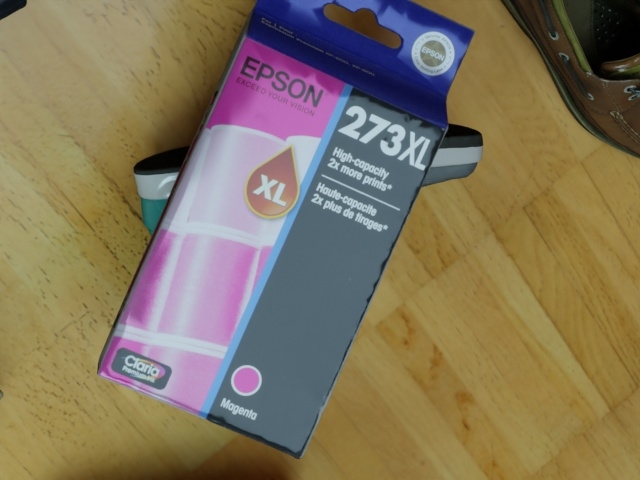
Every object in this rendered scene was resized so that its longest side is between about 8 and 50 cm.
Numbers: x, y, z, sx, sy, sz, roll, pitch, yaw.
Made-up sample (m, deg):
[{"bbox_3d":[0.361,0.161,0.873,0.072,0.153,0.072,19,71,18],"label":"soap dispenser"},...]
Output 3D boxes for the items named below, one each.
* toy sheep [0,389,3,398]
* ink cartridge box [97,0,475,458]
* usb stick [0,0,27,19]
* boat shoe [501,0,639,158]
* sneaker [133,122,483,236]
[{"bbox_3d":[-0.314,0.136,1.154,0.091,0.091,0.132,-36,121,-5],"label":"toy sheep"},{"bbox_3d":[-0.023,-0.032,1.102,0.176,0.069,0.371,23,89,-9],"label":"ink cartridge box"},{"bbox_3d":[-0.330,-0.140,1.004,0.278,0.077,0.045,-37,153,-34],"label":"usb stick"},{"bbox_3d":[0.262,-0.161,1.245,0.307,0.104,0.110,39,92,-26],"label":"boat shoe"},{"bbox_3d":[0.000,0.000,1.193,0.295,0.124,0.178,-8,106,-8],"label":"sneaker"}]
